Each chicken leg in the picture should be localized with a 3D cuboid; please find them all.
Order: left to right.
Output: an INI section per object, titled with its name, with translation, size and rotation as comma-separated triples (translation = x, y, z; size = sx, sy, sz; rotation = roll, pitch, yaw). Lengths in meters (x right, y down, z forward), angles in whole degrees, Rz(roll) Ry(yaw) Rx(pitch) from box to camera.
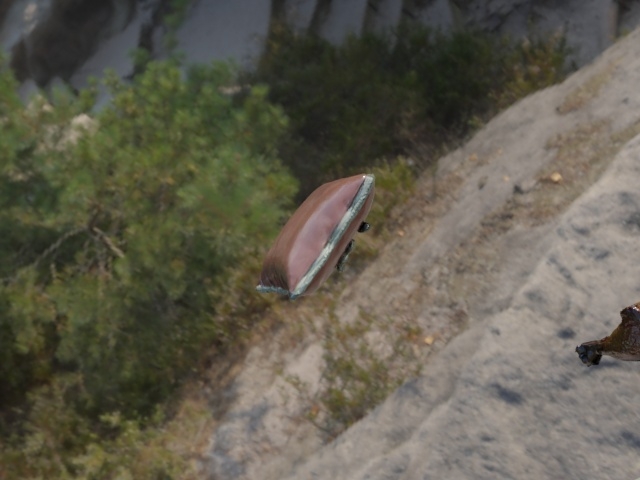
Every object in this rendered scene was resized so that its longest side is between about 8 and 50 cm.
[chicken leg]
translation = 0.204, 0.044, 0.571
size = 0.145, 0.062, 0.037
rotation = -39, 82, 36

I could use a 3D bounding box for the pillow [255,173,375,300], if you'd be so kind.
[pillow]
translation = 0.000, 0.000, 1.128
size = 0.171, 0.075, 0.179
rotation = -55, 11, -9

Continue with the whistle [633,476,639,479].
[whistle]
translation = 0.347, 0.323, 0.809
size = 0.168, 0.188, 0.405
rotation = -39, 14, 32
